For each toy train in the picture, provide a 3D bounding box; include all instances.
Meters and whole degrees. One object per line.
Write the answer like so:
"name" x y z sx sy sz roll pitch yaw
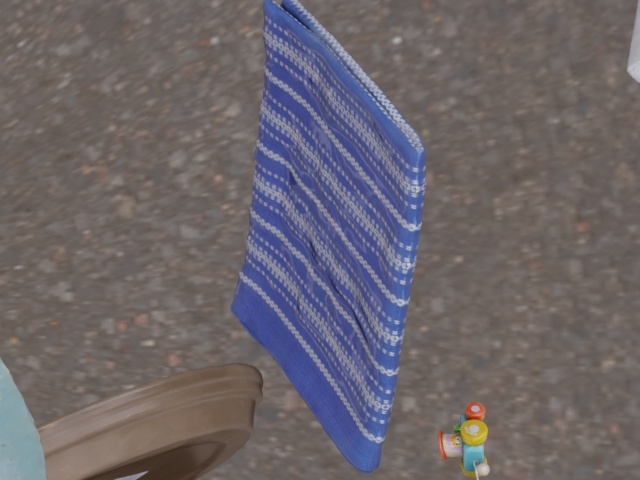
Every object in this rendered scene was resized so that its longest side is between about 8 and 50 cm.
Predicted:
"toy train" 0.134 0.234 1.702 0.046 0.125 0.166 -3 81 1

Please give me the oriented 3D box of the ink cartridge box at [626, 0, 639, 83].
"ink cartridge box" 0.158 -0.095 0.523 0.092 0.090 0.143 33 50 -21

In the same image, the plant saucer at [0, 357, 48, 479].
"plant saucer" -0.173 0.066 0.494 0.195 0.195 0.037 40 32 -15

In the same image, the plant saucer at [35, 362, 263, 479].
"plant saucer" -0.160 0.158 1.198 0.277 0.278 0.041 -19 75 -22

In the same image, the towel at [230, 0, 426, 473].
"towel" 0.000 0.000 1.477 0.040 0.243 0.336 -14 132 -24
